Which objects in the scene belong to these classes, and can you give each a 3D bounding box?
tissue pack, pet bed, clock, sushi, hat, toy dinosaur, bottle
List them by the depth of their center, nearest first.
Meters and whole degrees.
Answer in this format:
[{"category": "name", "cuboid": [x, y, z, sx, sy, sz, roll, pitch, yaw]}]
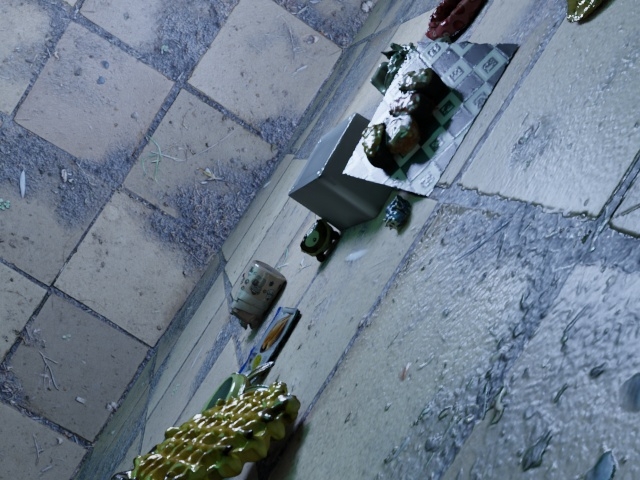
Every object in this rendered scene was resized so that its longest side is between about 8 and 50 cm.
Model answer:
[{"category": "toy dinosaur", "cuboid": [0.123, -0.043, 1.492, 0.047, 0.030, 0.083, -51, 12, 24]}, {"category": "sushi", "cuboid": [0.160, -0.230, 1.534, 0.264, 0.050, 0.290, 21, 79, 54]}, {"category": "clock", "cuboid": [-0.164, 0.318, 1.658, 0.232, 0.069, 0.170, -52, 11, 23]}, {"category": "tissue pack", "cuboid": [0.053, -0.132, 1.783, 0.159, 0.136, 0.246, -60, 10, -12]}, {"category": "hat", "cuboid": [0.000, 0.000, 1.859, 0.077, 0.059, 0.076, -55, -7, -17]}, {"category": "pet bed", "cuboid": [0.303, -0.509, 1.960, 0.201, 0.053, 0.201, -50, 17, 21]}, {"category": "bottle", "cuboid": [-0.155, 0.128, 2.098, 0.152, 0.099, 0.099, -60, 10, 7]}]

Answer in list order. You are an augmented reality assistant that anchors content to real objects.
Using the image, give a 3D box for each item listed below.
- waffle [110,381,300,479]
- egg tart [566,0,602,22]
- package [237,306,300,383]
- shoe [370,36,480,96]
[{"category": "waffle", "cuboid": [-0.173, 0.315, 1.386, 0.329, 0.062, 0.329, -28, 7, 4]}, {"category": "egg tart", "cuboid": [0.369, -0.358, 1.238, 0.129, 0.049, 0.129, -57, 10, 16]}, {"category": "package", "cuboid": [-0.107, 0.208, 1.822, 0.171, 0.027, 0.173, -59, 14, -11]}, {"category": "shoe", "cuboid": [0.184, -0.323, 1.706, 0.109, 0.149, 0.293, -59, 10, -19]}]
